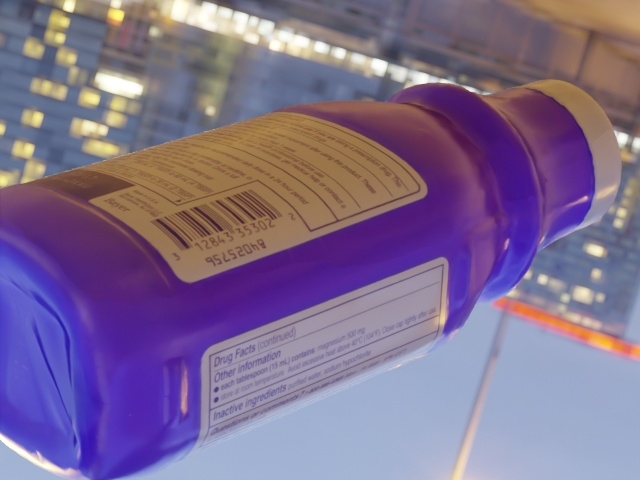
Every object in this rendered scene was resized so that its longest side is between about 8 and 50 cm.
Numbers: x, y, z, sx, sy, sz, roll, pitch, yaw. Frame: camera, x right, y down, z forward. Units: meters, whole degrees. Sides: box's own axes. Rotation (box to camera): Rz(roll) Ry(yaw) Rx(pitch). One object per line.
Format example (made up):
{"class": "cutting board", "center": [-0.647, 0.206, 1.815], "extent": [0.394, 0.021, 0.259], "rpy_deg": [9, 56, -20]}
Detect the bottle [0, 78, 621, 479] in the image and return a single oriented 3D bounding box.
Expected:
{"class": "bottle", "center": [0.000, 0.000, 0.660], "extent": [0.283, 0.092, 0.118], "rpy_deg": [-20, -148, -40]}
